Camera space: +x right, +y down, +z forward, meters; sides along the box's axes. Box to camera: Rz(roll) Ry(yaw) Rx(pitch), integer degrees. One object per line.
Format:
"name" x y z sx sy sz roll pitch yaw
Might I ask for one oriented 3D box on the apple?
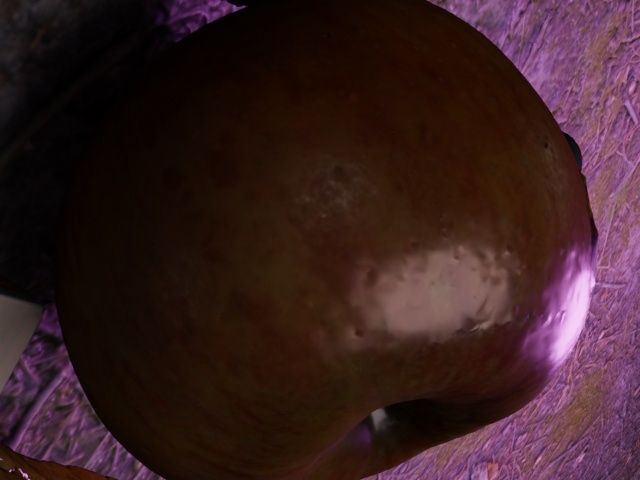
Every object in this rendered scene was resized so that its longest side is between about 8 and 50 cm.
"apple" 0.000 0.000 0.767 0.401 0.333 0.400 -16 154 -8

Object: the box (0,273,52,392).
"box" -0.300 0.053 0.625 0.135 0.079 0.269 -61 149 -1

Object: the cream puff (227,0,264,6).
"cream puff" -0.043 -0.223 0.745 0.119 0.133 0.104 -23 115 -3

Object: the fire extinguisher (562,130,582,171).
"fire extinguisher" 0.222 -0.065 1.296 0.294 0.118 0.093 -24 97 -46

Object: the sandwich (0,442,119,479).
"sandwich" -0.283 0.256 0.709 0.273 0.095 0.249 -40 149 0
